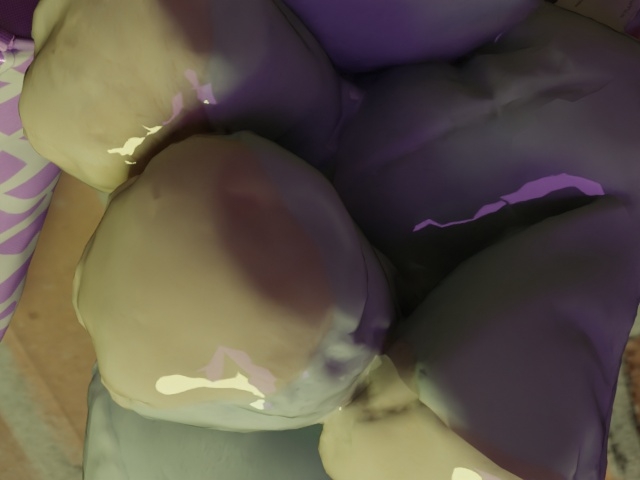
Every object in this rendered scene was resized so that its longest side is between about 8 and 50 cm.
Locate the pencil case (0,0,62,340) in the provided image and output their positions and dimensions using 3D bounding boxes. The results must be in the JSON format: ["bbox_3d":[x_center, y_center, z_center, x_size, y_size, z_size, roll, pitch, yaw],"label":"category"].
[{"bbox_3d":[-0.136,-0.019,0.574,0.086,0.088,0.206,8,130,-18],"label":"pencil case"}]

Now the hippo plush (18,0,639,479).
[{"bbox_3d":[0.000,0.000,0.573,0.234,0.294,0.236,45,142,1],"label":"hippo plush"}]
